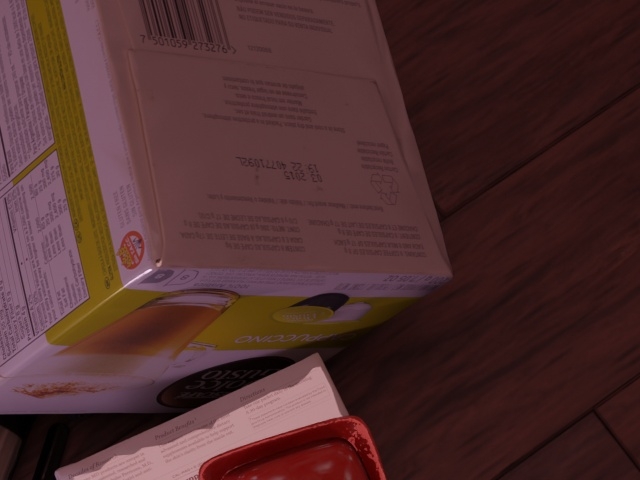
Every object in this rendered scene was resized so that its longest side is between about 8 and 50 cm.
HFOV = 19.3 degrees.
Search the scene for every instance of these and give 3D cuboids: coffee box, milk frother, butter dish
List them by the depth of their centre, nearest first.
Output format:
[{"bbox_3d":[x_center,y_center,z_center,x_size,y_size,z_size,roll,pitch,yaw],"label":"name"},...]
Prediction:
[{"bbox_3d":[-0.009,0.235,1.589,0.160,0.118,0.160,-16,80,-9],"label":"butter dish"},{"bbox_3d":[-0.142,-0.052,1.707,0.338,0.334,0.338,4,62,-41],"label":"coffee box"},{"bbox_3d":[-0.302,0.188,1.789,0.129,0.143,0.134,20,69,-4],"label":"milk frother"}]

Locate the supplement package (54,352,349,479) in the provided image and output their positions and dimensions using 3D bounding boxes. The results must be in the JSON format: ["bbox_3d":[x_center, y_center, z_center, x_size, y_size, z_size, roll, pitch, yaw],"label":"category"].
[{"bbox_3d":[-0.095,0.239,1.749,0.262,0.204,0.145,-23,77,-11],"label":"supplement package"}]
